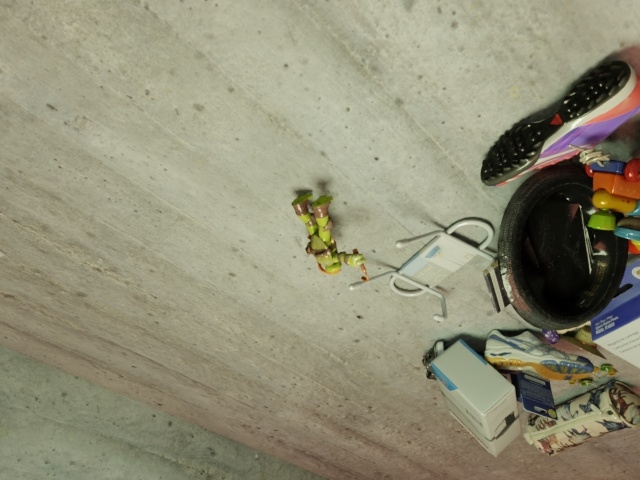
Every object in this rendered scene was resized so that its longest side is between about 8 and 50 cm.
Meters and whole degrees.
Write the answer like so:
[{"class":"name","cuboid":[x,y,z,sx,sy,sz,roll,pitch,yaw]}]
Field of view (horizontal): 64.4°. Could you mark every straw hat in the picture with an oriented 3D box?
[{"class":"straw hat","cuboid":[0.776,0.286,1.479,0.144,0.144,0.061,22,95,-17]}]

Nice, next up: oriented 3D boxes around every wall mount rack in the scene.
[{"class":"wall mount rack","cuboid":[0.254,0.074,1.259,0.304,0.130,0.350,23,136,-18]}]

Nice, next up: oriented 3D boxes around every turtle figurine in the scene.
[{"class":"turtle figurine","cuboid":[0.000,0.000,1.193,0.087,0.269,0.217,-30,116,-20]}]

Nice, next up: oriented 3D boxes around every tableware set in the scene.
[{"class":"tableware set","cuboid":[0.903,0.452,1.688,0.104,0.024,0.154,34,133,-27]}]

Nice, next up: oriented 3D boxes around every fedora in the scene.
[{"class":"fedora","cuboid":[0.470,0.013,1.063,0.334,0.334,0.152,21,180,-15]}]

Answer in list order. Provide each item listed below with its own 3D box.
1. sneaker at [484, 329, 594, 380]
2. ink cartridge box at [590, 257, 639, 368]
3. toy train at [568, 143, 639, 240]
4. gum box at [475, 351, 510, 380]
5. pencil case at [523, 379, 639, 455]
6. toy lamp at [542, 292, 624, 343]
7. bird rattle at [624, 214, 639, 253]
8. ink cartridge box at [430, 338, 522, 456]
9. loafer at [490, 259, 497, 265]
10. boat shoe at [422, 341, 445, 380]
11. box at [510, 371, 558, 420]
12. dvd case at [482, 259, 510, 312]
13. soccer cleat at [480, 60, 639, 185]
[{"class":"sneaker","cuboid":[0.637,0.324,1.489,0.296,0.131,0.112,6,140,12]},{"class":"ink cartridge box","cuboid":[0.811,0.203,1.194,0.330,0.071,0.324,29,149,7]},{"class":"toy train","cuboid":[0.524,-0.083,0.933,0.248,0.105,0.143,7,99,-22]},{"class":"gum box","cuboid":[0.558,0.446,1.716,0.157,0.041,0.184,9,140,-2]},{"class":"pencil case","cuboid":[0.915,0.632,1.788,0.183,0.160,0.410,7,143,-27]},{"class":"toy lamp","cuboid":[0.751,0.209,1.389,0.080,0.080,0.274,33,136,-27]},{"class":"bird rattle","cuboid":[0.681,-0.002,1.121,0.207,0.143,0.253,7,145,-26]},{"class":"ink cartridge box","cuboid":[0.482,0.485,1.559,0.129,0.223,0.307,-36,133,-11]},{"class":"loafer","cuboid":[0.477,0.091,1.312,0.056,0.050,0.148,-13,151,27]},{"class":"boat shoe","cuboid":[0.372,0.401,1.671,0.076,0.080,0.228,-4,146,10]},{"class":"box","cuboid":[0.637,0.426,1.540,0.136,0.225,0.036,22,136,-17]},{"class":"dvd case","cuboid":[0.485,0.059,1.202,0.221,0.018,0.164,-37,132,-5]},{"class":"soccer cleat","cuboid":[0.448,-0.188,0.951,0.116,0.108,0.318,26,134,-27]}]
